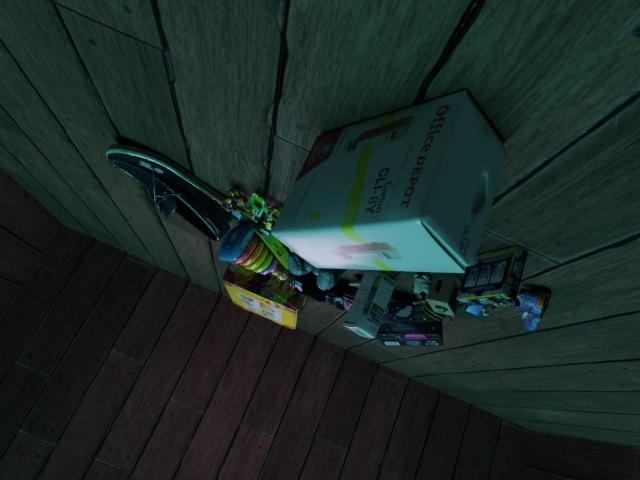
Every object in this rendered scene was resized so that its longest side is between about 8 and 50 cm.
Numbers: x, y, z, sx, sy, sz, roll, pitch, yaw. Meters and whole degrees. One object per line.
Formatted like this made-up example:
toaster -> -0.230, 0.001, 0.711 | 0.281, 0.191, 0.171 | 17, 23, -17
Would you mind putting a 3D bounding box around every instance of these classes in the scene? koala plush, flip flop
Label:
koala plush -> 0.000, 0.000, 1.430 | 0.196, 0.203, 0.221 | 23, 142, 37
flip flop -> 0.233, 0.237, 1.835 | 0.277, 0.080, 0.112 | 34, 157, -25

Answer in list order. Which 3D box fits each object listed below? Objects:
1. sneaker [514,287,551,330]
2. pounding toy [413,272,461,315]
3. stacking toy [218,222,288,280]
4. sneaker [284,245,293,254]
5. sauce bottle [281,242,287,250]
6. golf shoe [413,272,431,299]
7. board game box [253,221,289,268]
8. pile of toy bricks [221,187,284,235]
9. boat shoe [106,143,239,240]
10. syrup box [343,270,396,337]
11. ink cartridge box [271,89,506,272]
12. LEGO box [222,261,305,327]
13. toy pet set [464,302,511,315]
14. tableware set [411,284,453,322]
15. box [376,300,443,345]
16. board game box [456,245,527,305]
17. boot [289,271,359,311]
sneaker -> 0.634, 0.201, 1.351 | 0.087, 0.083, 0.221 | 27, 158, 30
pounding toy -> 0.384, 0.177, 1.443 | 0.100, 0.141, 0.130 | 9, 155, 35
stacking toy -> -0.237, 0.075, 1.787 | 0.302, 0.175, 0.166 | 40, 156, -30
sneaker -> -0.102, 0.027, 1.678 | 0.097, 0.084, 0.234 | 18, 158, 20
sauce bottle -> -0.182, 0.034, 1.839 | 0.042, 0.042, 0.128 | 36, 155, -30
golf shoe -> 0.370, 0.181, 1.551 | 0.069, 0.085, 0.176 | -1, 150, 45
board game box -> -0.174, 0.019, 1.688 | 0.181, 0.043, 0.092 | 55, 169, -30
pile of toy bricks -> -0.211, -0.116, 1.448 | 0.212, 0.118, 0.105 | 34, 127, -1
boat shoe -> -0.522, -0.164, 1.566 | 0.500, 0.155, 0.187 | 33, 159, -21
syrup box -> 0.185, 0.235, 1.662 | 0.093, 0.236, 0.096 | 36, 156, -27
ink cartridge box -> 0.119, -0.097, 0.871 | 0.385, 0.279, 0.160 | -2, 146, 48
LEGO box -> -0.255, 0.251, 2.229 | 0.373, 0.193, 0.500 | 22, 159, 4
toy pet set -> 0.554, 0.227, 1.494 | 0.114, 0.065, 0.122 | 22, 159, 4
tableware set -> 0.387, 0.236, 1.586 | 0.128, 0.039, 0.194 | 27, -165, -8
box -> 0.353, 0.330, 1.770 | 0.248, 0.142, 0.163 | -3, 151, 19
board game box -> 0.451, 0.098, 1.179 | 0.048, 0.141, 0.170 | 32, 158, -15
boot -> 0.046, 0.214, 1.899 | 0.260, 0.131, 0.348 | 19, 171, 31
